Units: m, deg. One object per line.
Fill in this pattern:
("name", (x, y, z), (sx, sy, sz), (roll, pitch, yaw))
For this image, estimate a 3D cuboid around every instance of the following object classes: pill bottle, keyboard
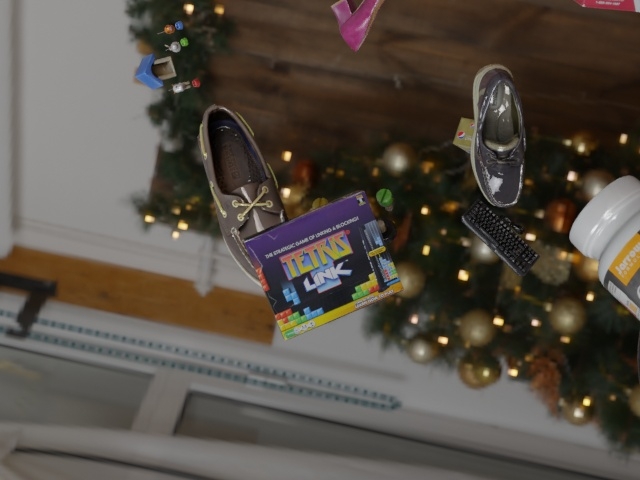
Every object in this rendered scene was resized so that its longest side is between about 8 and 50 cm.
("pill bottle", (0.492, 0.045, 1.498), (0.162, 0.278, 0.162), (-31, -30, -20))
("keyboard", (0.389, -0.015, 2.274), (0.108, 0.180, 0.023), (-43, -4, -39))

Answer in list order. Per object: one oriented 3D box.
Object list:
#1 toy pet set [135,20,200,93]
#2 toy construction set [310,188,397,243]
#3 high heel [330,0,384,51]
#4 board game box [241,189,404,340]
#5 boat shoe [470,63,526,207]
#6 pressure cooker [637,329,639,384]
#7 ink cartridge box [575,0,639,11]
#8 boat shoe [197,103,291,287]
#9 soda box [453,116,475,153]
("toy pet set", (-0.289, -0.324, 1.959), (0.114, 0.065, 0.122), (-5, 104, 54))
("toy construction set", (0.000, 0.000, 2.244), (0.237, 0.309, 0.257), (61, -160, -61))
("high heel", (0.138, -0.513, 2.355), (0.117, 0.244, 0.082), (63, -150, -7))
("board game box", (0.003, 0.031, 1.388), (0.048, 0.170, 0.141), (-144, 31, -81))
("boat shoe", (0.340, -0.189, 2.042), (0.092, 0.103, 0.285), (-87, -7, -68))
("pressure cooker", (0.786, 0.198, 1.973), (0.375, 0.420, 0.370), (89, 165, -66))
("ink cartridge box", (0.585, -0.579, 1.949), (0.131, 0.226, 0.306), (-113, 29, -54))
("boat shoe", (-0.120, -0.072, 1.739), (0.097, 0.116, 0.324), (80, 169, -67))
("soda box", (0.358, -0.210, 2.328), (0.181, 0.058, 0.061), (20, -92, -56))
